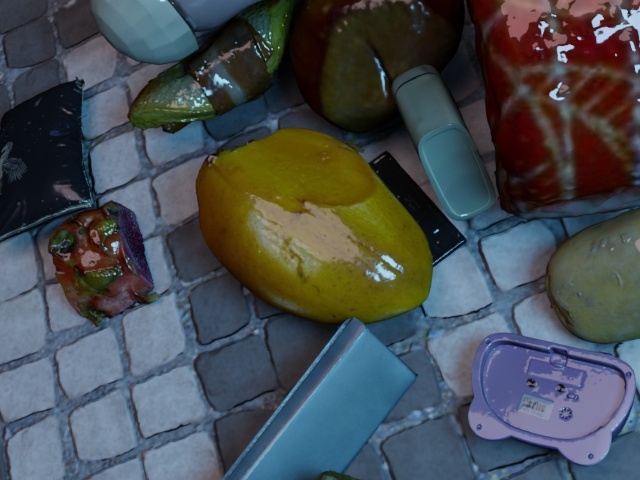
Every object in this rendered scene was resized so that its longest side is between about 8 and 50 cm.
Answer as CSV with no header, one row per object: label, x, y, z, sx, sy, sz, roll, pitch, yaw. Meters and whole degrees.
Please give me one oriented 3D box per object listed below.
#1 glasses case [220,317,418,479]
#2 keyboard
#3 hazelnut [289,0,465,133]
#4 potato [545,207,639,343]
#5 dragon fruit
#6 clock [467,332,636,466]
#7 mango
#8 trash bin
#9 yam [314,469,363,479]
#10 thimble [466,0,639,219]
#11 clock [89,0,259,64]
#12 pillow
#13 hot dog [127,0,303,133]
glasses case,-0.025,0.204,1.045,0.266,0.105,0.056,-51,34,-9
keyboard,0.096,-0.037,1.155,0.053,0.010,0.155,-37,59,-1
hazelnut,0.064,-0.232,1.176,0.212,0.181,0.181,-32,96,17
potato,0.298,0.032,0.995,0.178,0.118,0.109,-19,25,25
dragon fruit,-0.257,0.012,1.209,0.102,0.096,0.147,-20,62,6
clock,0.218,0.155,0.997,0.153,0.050,0.110,12,70,24
mango,0.000,0.000,1.103,0.187,0.138,0.257,-35,61,-20
trash bin,0.124,-0.101,1.063,0.059,0.116,0.130,-26,34,9
yam,0.013,0.330,0.928,0.161,0.161,0.268,27,79,28
thimble,0.256,-0.201,0.993,0.231,0.350,0.350,-10,63,11
clock,-0.091,-0.361,1.199,0.326,0.184,0.342,-24,20,33
pillow,-0.353,-0.103,1.316,0.141,0.055,0.208,-20,55,11
hot dog,-0.106,-0.203,1.253,0.261,0.093,0.123,-37,20,4
